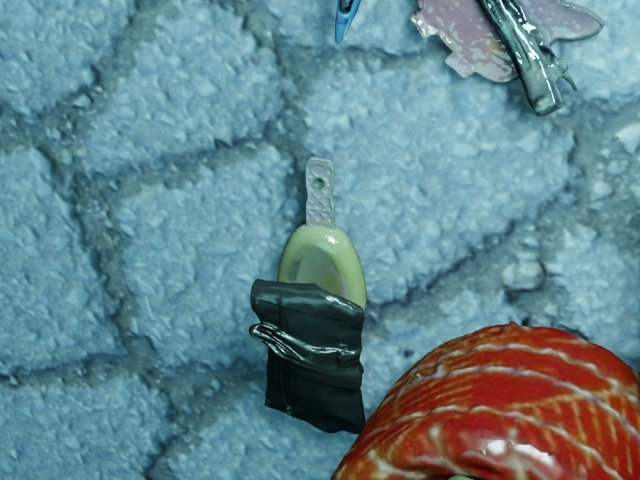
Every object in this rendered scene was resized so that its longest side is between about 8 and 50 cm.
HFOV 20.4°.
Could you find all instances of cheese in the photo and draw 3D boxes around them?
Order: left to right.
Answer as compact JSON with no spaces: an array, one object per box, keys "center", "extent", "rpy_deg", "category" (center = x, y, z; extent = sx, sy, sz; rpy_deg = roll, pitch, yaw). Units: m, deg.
[{"center":[0.000,0.000,1.825],"extent":[0.097,0.037,0.192],"rpy_deg":[9,123,15],"category":"cheese"}]

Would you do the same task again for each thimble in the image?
[{"center":[0.182,0.270,1.807],"extent":[0.350,0.230,0.350],"rpy_deg":[10,123,16],"category":"thimble"}]

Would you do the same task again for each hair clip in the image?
[{"center":[0.166,-0.199,1.627],"extent":[0.146,0.056,0.187],"rpy_deg":[-34,96,36],"category":"hair clip"}]

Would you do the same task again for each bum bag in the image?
[{"center":[-0.009,0.123,1.867],"extent":[0.123,0.060,0.248],"rpy_deg":[12,149,11],"category":"bum bag"}]

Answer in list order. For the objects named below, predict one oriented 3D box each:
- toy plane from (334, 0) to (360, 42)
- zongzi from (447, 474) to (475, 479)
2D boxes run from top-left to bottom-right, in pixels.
[{"center":[0.049,-0.285,1.598],"extent":[0.169,0.078,0.246],"rpy_deg":[22,133,8],"category":"toy plane"},{"center":[0.175,0.241,1.625],"extent":[0.119,0.055,0.109],"rpy_deg":[-35,102,21],"category":"zongzi"}]
